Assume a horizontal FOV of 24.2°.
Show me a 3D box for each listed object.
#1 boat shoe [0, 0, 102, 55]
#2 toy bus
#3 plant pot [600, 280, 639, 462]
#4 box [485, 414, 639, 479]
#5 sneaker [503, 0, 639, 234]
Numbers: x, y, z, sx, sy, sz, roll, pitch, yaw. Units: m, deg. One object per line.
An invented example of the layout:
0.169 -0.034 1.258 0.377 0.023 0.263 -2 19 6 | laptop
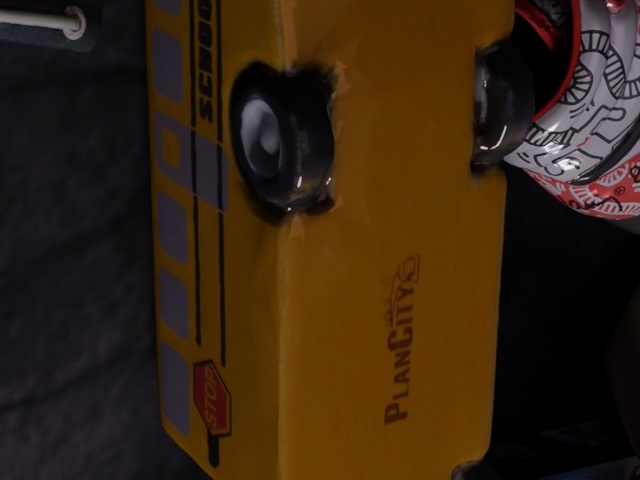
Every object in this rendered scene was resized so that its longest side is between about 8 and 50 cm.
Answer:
-0.192 -0.094 0.435 0.303 0.114 0.091 -5 106 -32 | boat shoe
0.000 0.000 0.596 0.108 0.130 0.332 -14 117 -31 | toy bus
0.212 0.064 0.780 0.109 0.096 0.109 -14 140 -30 | plant pot
0.136 0.181 0.822 0.233 0.044 0.159 -7 113 -33 | box
0.166 -0.140 0.678 0.145 0.090 0.270 22 99 -41 | sneaker
